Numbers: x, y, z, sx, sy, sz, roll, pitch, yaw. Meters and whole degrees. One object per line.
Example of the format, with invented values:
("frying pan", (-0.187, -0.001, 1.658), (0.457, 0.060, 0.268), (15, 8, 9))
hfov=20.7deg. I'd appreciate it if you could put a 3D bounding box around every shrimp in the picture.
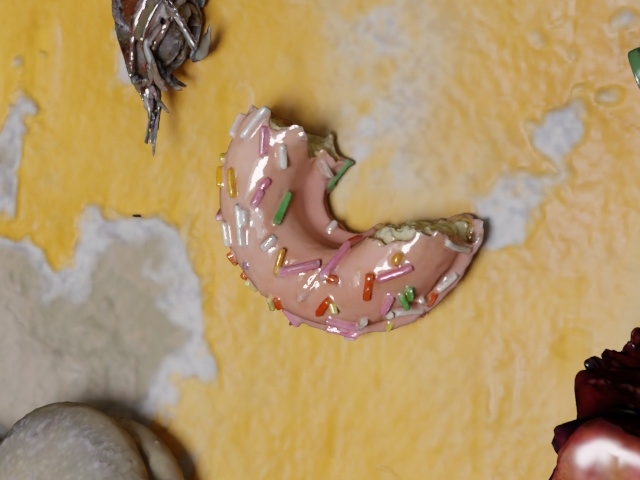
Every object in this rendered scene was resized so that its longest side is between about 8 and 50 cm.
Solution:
("shrimp", (-0.094, -0.134, 1.059), (0.065, 0.056, 0.165), (-3, 94, 18))

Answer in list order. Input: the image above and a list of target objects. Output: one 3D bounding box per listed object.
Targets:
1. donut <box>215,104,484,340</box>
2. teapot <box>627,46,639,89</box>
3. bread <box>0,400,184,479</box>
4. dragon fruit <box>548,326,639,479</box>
("donut", (0.000, 0.000, 1.018), (0.166, 0.065, 0.117), (31, 103, 22))
("teapot", (0.212, -0.114, 0.931), (0.110, 0.043, 0.043), (-34, 79, 24))
("bread", (-0.225, 0.236, 1.100), (0.183, 0.102, 0.337), (37, 99, 29))
("dragon fruit", (0.239, 0.209, 0.824), (0.329, 0.286, 0.228), (24, 98, 12))
